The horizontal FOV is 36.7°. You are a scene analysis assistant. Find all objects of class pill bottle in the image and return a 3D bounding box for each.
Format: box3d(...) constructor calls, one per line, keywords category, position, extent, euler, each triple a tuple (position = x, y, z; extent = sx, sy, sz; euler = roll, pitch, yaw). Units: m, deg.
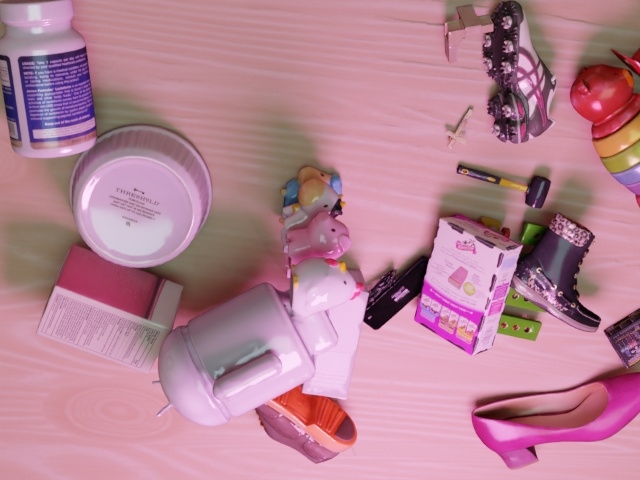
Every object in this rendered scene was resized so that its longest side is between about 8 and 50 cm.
box3d(category="pill bottle", position=(-0.482, -0.289, 1.694), extent=(0.153, 0.153, 0.264), euler=(-4, 111, -4))

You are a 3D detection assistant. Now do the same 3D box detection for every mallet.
box3d(category="mallet", position=(0.364, -0.124, 1.904), extent=(0.190, 0.039, 0.062), euler=(22, 106, -9))

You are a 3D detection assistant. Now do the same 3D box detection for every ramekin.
box3d(category="ramekin", position=(-0.339, -0.072, 1.802), extent=(0.273, 0.127, 0.273), euler=(-2, 111, -5))

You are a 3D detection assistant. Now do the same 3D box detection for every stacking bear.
box3d(category="stacking bear", position=(0.590, -0.211, 1.830), extent=(0.164, 0.175, 0.289), euler=(-35, 101, 37))

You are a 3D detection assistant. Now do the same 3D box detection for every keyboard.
box3d(category="keyboard", position=(0.151, 0.096, 1.970), extent=(0.192, 0.038, 0.100), euler=(-43, 132, 9))

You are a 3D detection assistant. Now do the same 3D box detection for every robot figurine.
box3d(category="robot figurine", position=(-0.148, 0.211, 1.774), extent=(0.353, 0.300, 0.199), euler=(-27, 101, -2))

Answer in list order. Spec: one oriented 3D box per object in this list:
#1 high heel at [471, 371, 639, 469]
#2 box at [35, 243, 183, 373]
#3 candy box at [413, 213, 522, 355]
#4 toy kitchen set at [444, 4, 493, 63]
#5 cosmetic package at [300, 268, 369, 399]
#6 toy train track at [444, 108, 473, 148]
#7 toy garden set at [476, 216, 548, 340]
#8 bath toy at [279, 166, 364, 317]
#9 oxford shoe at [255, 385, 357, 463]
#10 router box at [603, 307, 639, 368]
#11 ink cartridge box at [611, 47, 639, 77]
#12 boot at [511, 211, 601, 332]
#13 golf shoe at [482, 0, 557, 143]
box3d(category="high heel", position=(0.511, 0.349, 2.035), extent=(0.377, 0.127, 0.181), euler=(-33, 120, 10))
box3d(category="box", position=(-0.403, 0.132, 1.851), extent=(0.232, 0.127, 0.148), euler=(22, 129, -14))
box3d(category="candy box", position=(0.287, 0.085, 1.896), extent=(0.071, 0.159, 0.233), euler=(-14, 125, -44))
box3d(category="toy kitchen set", position=(0.271, -0.386, 1.795), extent=(0.083, 0.068, 0.075), euler=(-11, 138, -1))
box3d(category="cosmetic package", position=(0.022, 0.181, 1.933), extent=(0.107, 0.127, 0.238), euler=(10, 111, -9))
box3d(category="toy train track", position=(0.271, -0.217, 1.870), extent=(0.048, 0.014, 0.083), euler=(29, 99, -7))
box3d(category="toy garden set", position=(0.381, 0.070, 1.970), extent=(0.204, 0.049, 0.244), euler=(13, 109, -12))
box3d(category="bath toy", position=(0.000, 0.000, 1.746), extent=(0.129, 0.348, 0.151), euler=(1, 125, -7))
box3d(category="oxford shoe", position=(-0.102, 0.338, 1.982), extent=(0.364, 0.130, 0.133), euler=(40, 122, -7))
box3d(category="router box", position=(0.678, 0.201, 2.050), extent=(0.122, 0.038, 0.092), euler=(-33, 109, 7))
box3d(category="ink cartridge box", position=(0.669, -0.304, 1.810), extent=(0.231, 0.134, 0.078), euler=(36, 104, -17))
box3d(category="boot", position=(0.502, 0.066, 1.912), extent=(0.236, 0.085, 0.178), euler=(29, 102, -19))
box3d(category="golf shoe", position=(0.376, -0.319, 1.810), extent=(0.120, 0.105, 0.273), euler=(-16, 116, -19))
